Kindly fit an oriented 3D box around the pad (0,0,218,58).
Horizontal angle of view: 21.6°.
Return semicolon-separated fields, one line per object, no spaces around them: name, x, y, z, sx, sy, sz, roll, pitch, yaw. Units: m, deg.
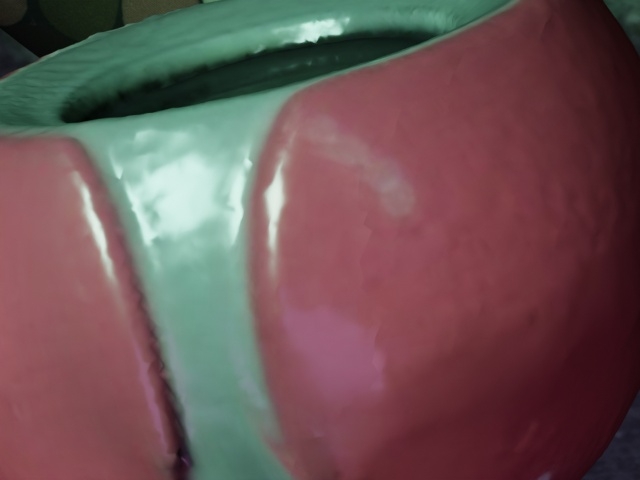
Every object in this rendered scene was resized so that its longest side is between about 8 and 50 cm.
pad;-0.033;-0.092;0.773;0.235;0.003;0.158;37;124;-22

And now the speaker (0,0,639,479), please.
speaker;0.000;0.000;0.652;0.294;0.294;0.294;3;129;4
